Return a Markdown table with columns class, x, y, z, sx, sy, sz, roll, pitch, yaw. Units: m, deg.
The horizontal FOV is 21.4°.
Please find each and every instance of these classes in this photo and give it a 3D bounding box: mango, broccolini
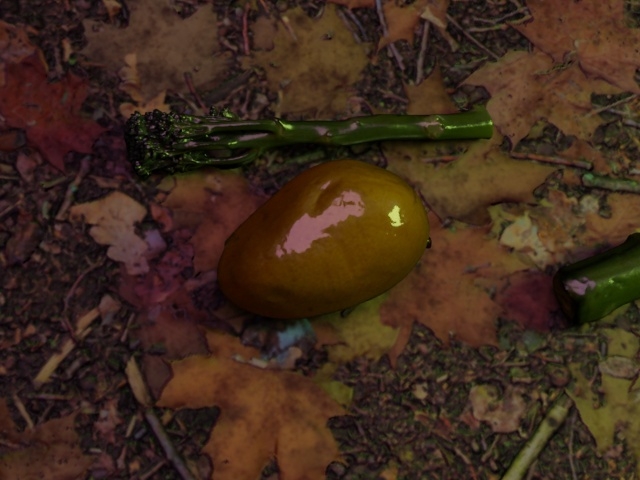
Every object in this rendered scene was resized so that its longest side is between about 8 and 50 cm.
| class | x | y | z | sx | sy | sz | roll | pitch | yaw |
| --- | --- | --- | --- | --- | --- | --- | --- | --- | --- |
| mango | 0.000 | 0.000 | 1.709 | 0.227 | 0.109 | 0.147 | -19 | 97 | -14 |
| broccolini | -0.013 | -0.119 | 1.788 | 0.392 | 0.079 | 0.074 | -4 | 59 | -16 |

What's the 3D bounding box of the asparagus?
| class | x | y | z | sx | sy | sz | roll | pitch | yaw |
| --- | --- | --- | --- | --- | --- | --- | --- | --- | --- |
| asparagus | 0.372 | 0.016 | 1.774 | 0.277 | 0.060 | 0.067 | -18 | 53 | -13 |
